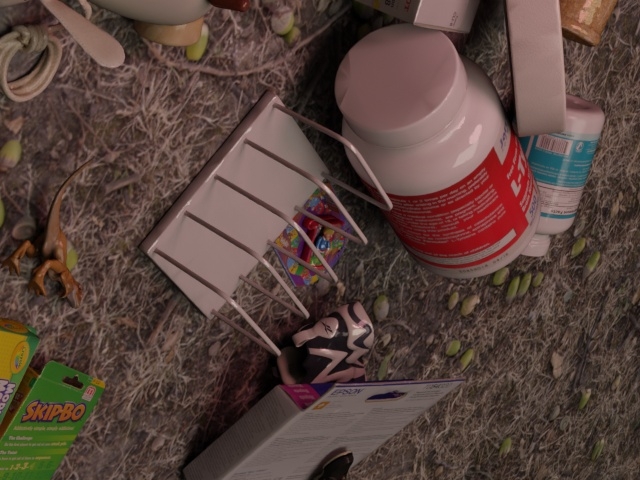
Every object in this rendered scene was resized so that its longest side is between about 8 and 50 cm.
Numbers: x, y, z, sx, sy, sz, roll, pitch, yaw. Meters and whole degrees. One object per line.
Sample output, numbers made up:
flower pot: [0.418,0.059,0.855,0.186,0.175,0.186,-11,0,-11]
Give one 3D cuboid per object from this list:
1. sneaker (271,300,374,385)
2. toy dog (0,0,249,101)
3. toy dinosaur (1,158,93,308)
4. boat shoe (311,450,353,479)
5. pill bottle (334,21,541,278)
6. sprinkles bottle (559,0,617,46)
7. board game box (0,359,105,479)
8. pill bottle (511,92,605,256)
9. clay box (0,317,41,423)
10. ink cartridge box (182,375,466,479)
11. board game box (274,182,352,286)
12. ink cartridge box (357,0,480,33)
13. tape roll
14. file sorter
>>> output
sneaker: [-0.008,0.199,2.214,0.153,0.094,0.235,-16,150,-19]
toy dog: [-0.212,-0.276,1.592,0.333,0.161,0.220,-33,135,-32]
toy dinosaur: [-0.328,0.003,1.740,0.112,0.064,0.211,-50,155,-43]
boat shoe: [0.023,0.370,2.246,0.049,0.042,0.133,-9,149,-32]
pill bottle: [0.166,-0.127,2.053,0.229,0.229,0.408,-53,148,-10]
sprinkles bottle: [0.463,-0.489,2.273,0.121,0.121,0.355,18,99,-53]
board game box: [-0.386,0.275,1.857,0.259,0.039,0.124,-57,144,-1]
pill bottle: [0.370,-0.111,2.394,0.146,0.146,0.264,-8,120,-47]
clay box: [-0.429,0.150,1.710,0.222,0.053,0.127,19,99,-52]
ink cartridge box: [0.007,0.275,2.168,0.324,0.071,0.330,5,139,-50]
board game box: [0.000,0.000,2.129,0.133,0.033,0.169,-47,141,-18]
ink cartridge box: [0.119,-0.365,1.907,0.127,0.176,0.128,-2,115,-49]
tape roll: [0.292,-0.340,2.015,0.392,0.072,0.392,-6,90,-82]
file sorter: [-0.060,-0.016,1.933,0.278,0.173,0.193,-52,143,-12]
